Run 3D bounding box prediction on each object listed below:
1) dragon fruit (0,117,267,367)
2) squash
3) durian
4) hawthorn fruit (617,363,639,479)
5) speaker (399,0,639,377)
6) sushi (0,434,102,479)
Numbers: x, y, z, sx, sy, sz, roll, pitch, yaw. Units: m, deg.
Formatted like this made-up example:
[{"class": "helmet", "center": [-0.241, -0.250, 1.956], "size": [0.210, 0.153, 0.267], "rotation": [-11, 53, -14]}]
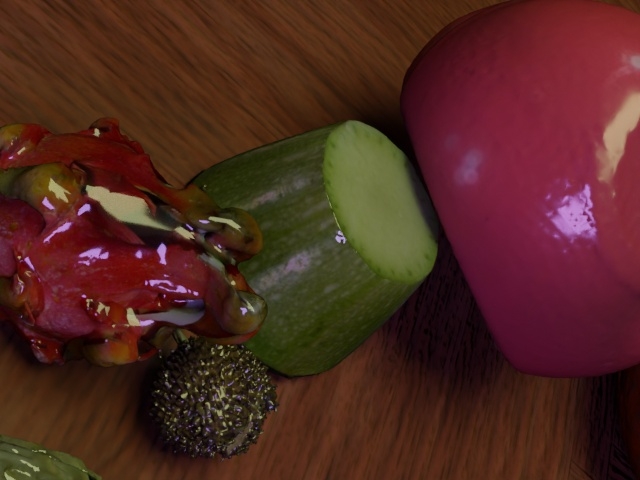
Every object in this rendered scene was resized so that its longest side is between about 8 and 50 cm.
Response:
[{"class": "dragon fruit", "center": [-0.114, 0.007, 0.590], "size": [0.133, 0.208, 0.150], "rotation": [-51, 150, -33]}, {"class": "squash", "center": [0.000, 0.000, 0.722], "size": [0.170, 0.123, 0.170], "rotation": [29, 47, -37]}, {"class": "durian", "center": [-0.068, 0.090, 0.638], "size": [0.080, 0.080, 0.091], "rotation": [-17, 65, -48]}, {"class": "hawthorn fruit", "center": [0.387, 0.129, 0.941], "size": [0.276, 0.276, 0.307], "rotation": [20, 41, -37]}, {"class": "speaker", "center": [0.181, -0.046, 0.811], "size": [0.294, 0.294, 0.294], "rotation": [23, 54, -35]}, {"class": "sushi", "center": [-0.208, 0.125, 0.462], "size": [0.273, 0.134, 0.109], "rotation": [15, 41, -19]}]
